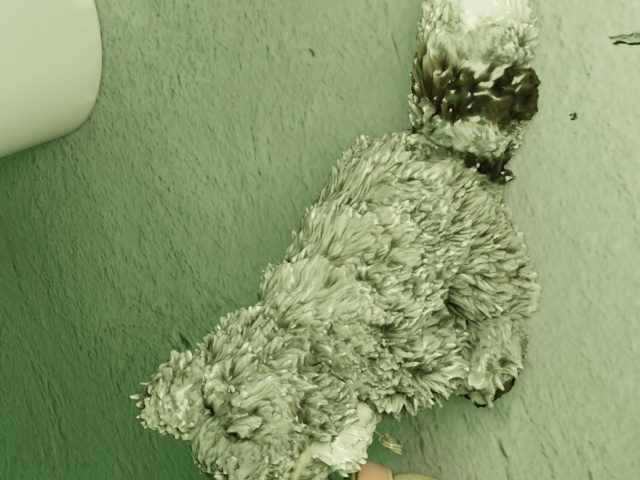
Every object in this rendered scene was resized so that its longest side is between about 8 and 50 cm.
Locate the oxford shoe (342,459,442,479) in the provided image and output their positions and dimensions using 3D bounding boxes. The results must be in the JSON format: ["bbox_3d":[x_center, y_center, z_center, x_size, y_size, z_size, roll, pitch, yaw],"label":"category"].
[{"bbox_3d":[0.056,0.404,1.209,0.140,0.146,0.397,-92,14,-70],"label":"oxford shoe"}]

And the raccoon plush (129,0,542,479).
[{"bbox_3d":[0.000,0.000,1.013,0.216,0.299,0.446,18,120,44],"label":"raccoon plush"}]

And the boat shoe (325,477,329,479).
[{"bbox_3d":[0.001,0.408,1.352,0.121,0.119,0.335,-34,81,51],"label":"boat shoe"}]

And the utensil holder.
[{"bbox_3d":[-0.484,-0.213,1.413,0.327,0.385,0.328,25,125,42],"label":"utensil holder"}]

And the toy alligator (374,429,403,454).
[{"bbox_3d":[0.022,0.153,1.265,0.189,0.056,0.051,22,83,42],"label":"toy alligator"}]
